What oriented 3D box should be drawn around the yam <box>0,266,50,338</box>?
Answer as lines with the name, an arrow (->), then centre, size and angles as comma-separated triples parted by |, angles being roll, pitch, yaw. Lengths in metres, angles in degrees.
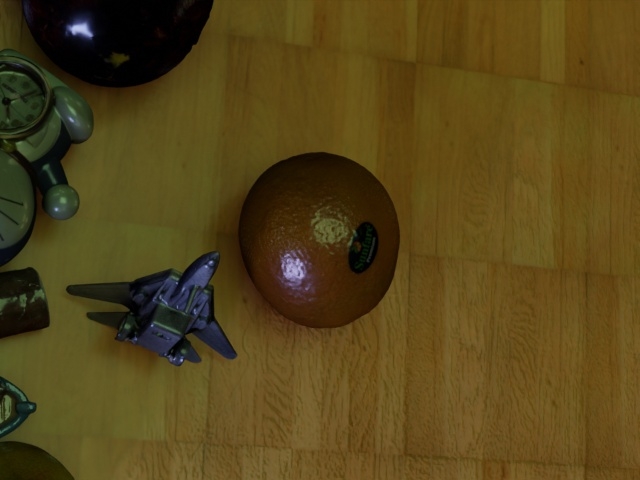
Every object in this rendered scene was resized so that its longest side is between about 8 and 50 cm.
yam -> -0.374, 0.075, 1.509 | 0.141, 0.079, 0.079 | -12, 85, -20

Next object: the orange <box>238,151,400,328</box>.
orange -> 0.000, 0.000, 1.589 | 0.206, 0.206, 0.206 | 3, 79, -18

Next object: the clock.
clock -> -0.359, -0.075, 1.505 | 0.199, 0.146, 0.243 | 34, 67, -5

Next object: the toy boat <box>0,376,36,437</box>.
toy boat -> -0.416, 0.175, 1.465 | 0.223, 0.097, 0.100 | 2, 83, -18

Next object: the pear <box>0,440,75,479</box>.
pear -> -0.325, 0.283, 1.476 | 0.141, 0.104, 0.141 | 5, 78, -22

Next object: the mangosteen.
mangosteen -> -0.249, -0.297, 1.553 | 0.265, 0.228, 0.228 | 32, 70, 13

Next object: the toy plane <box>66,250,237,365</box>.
toy plane -> -0.157, 0.073, 1.482 | 0.212, 0.267, 0.088 | 24, 68, -14
